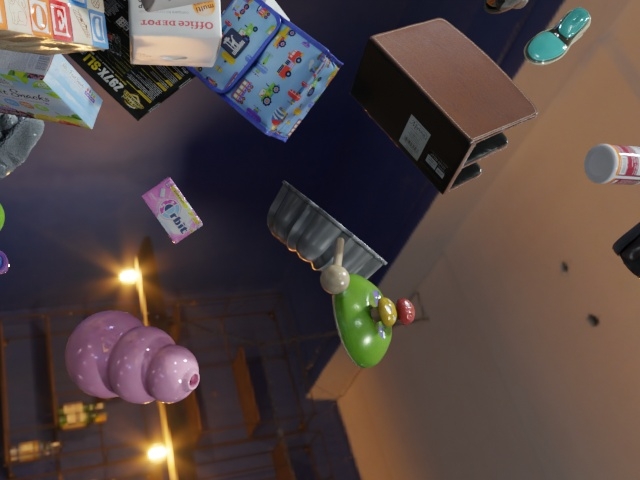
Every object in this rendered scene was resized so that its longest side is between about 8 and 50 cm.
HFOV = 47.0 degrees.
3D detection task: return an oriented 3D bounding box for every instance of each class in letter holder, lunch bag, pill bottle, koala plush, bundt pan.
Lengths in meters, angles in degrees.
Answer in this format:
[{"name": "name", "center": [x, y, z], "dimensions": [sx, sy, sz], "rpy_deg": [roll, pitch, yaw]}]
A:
[{"name": "letter holder", "center": [0.244, -0.276, 1.454], "dimensions": [0.302, 0.214, 0.152], "rpy_deg": [51, -32, 21]}, {"name": "lunch bag", "center": [-0.138, -0.396, 1.619], "dimensions": [0.293, 0.138, 0.221], "rpy_deg": [40, -80, 12]}, {"name": "pill bottle", "center": [0.650, -0.162, 1.585], "dimensions": [0.086, 0.152, 0.086], "rpy_deg": [0, -90, 60]}, {"name": "koala plush", "center": [-0.761, -0.229, 1.589], "dimensions": [0.221, 0.196, 0.203], "rpy_deg": [9, -109, 30]}, {"name": "bundt pan", "center": [0.000, 0.000, 1.811], "dimensions": [0.124, 0.331, 0.331], "rpy_deg": [-52, -149, 2]}]

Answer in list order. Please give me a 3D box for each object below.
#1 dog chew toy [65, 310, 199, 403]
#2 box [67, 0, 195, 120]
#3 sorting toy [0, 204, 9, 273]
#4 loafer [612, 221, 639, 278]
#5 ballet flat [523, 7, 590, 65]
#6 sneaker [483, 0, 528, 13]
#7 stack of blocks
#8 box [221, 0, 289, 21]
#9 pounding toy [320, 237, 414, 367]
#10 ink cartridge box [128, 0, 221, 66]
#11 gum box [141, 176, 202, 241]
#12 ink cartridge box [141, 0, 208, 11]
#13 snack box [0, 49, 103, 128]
[{"name": "dog chew toy", "center": [-0.423, 0.282, 1.694], "dimensions": [0.332, 0.207, 0.206], "rpy_deg": [12, -71, 27]}, {"name": "box", "center": [-0.469, -0.482, 1.794], "dimensions": [0.257, 0.322, 0.079], "rpy_deg": [-29, -149, 30]}, {"name": "sorting toy", "center": [-0.827, -0.092, 1.730], "dimensions": [0.365, 0.127, 0.126], "rpy_deg": [66, -20, 9]}, {"name": "loafer", "center": [0.690, -0.034, 1.385], "dimensions": [0.302, 0.109, 0.095], "rpy_deg": [-52, -125, 46]}, {"name": "ballet flat", "center": [0.588, -0.495, 1.851], "dimensions": [0.086, 0.248, 0.086], "rpy_deg": [43, -24, 24]}, {"name": "sneaker", "center": [0.484, -0.639, 1.865], "dimensions": [0.271, 0.108, 0.100], "rpy_deg": [61, 3, -87]}, {"name": "stack of blocks", "center": [-0.329, -0.287, 0.739], "dimensions": [0.297, 0.087, 0.171], "rpy_deg": [-42, 129, -76]}, {"name": "box", "center": [-0.212, -0.611, 2.193], "dimensions": [0.182, 0.119, 0.181], "rpy_deg": [-9, -127, 33]}, {"name": "pounding toy", "center": [0.101, 0.117, 1.376], "dimensions": [0.237, 0.110, 0.183], "rpy_deg": [66, 24, -18]}, {"name": "ink cartridge box", "center": [-0.286, -0.475, 1.429], "dimensions": [0.168, 0.171, 0.232], "rpy_deg": [157, -70, -75]}, {"name": "gum box", "center": [-0.470, -0.097, 2.320], "dimensions": [0.188, 0.107, 0.062], "rpy_deg": [54, -10, 4]}, {"name": "ink cartridge box", "center": [-0.093, -0.496, 0.982], "dimensions": [0.160, 0.385, 0.279], "rpy_deg": [-31, -97, 60]}, {"name": "snack box", "center": [-0.523, -0.280, 1.305], "dimensions": [0.174, 0.207, 0.070], "rpy_deg": [63, 40, -68]}]
